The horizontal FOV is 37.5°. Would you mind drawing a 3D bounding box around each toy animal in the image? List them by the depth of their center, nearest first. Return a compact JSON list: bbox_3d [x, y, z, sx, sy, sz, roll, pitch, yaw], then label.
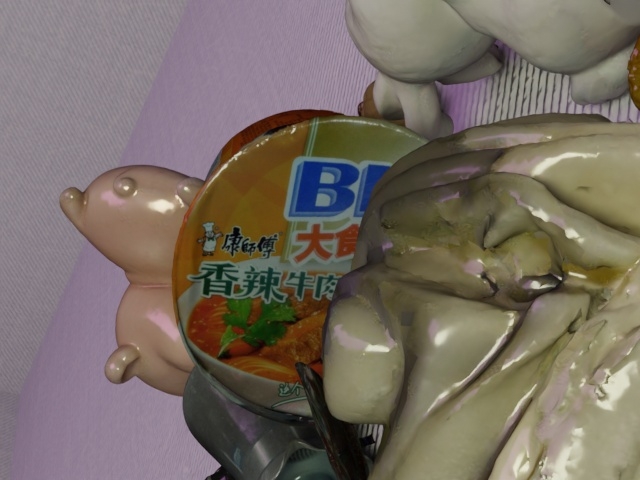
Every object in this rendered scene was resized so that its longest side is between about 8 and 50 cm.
[{"bbox_3d":[0.138,-0.208,0.803,0.310,0.247,0.183,-11,45,48],"label":"toy animal"},{"bbox_3d":[-0.141,0.077,1.118,0.277,0.345,0.247,12,71,34],"label":"toy animal"}]

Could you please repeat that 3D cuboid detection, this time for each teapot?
[{"bbox_3d":[-0.039,0.217,0.981,0.225,0.170,0.203,-129,28,-56],"label":"teapot"}]

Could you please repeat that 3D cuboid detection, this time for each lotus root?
[{"bbox_3d":[0.088,-0.157,1.073,0.150,0.062,0.073,-174,94,-67],"label":"lotus root"}]

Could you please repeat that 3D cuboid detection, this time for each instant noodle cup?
[{"bbox_3d":[0.000,0.000,0.910,0.214,0.296,0.296,-111,44,-69],"label":"instant noodle cup"}]

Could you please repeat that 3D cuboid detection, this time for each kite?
[{"bbox_3d":[0.023,0.143,0.678,0.229,0.016,0.127,40,-151,-82],"label":"kite"}]

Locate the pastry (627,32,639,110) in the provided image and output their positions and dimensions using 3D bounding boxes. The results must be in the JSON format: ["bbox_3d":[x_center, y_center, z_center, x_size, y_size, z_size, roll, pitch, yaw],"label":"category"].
[{"bbox_3d":[0.265,-0.124,0.654,0.109,0.057,0.097,-40,39,53],"label":"pastry"}]

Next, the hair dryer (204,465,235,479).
[{"bbox_3d":[-0.082,0.366,1.081,0.248,0.077,0.196,30,100,57],"label":"hair dryer"}]

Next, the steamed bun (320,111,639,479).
[{"bbox_3d":[0.123,0.073,0.574,0.339,0.247,0.352,163,122,-68],"label":"steamed bun"}]
